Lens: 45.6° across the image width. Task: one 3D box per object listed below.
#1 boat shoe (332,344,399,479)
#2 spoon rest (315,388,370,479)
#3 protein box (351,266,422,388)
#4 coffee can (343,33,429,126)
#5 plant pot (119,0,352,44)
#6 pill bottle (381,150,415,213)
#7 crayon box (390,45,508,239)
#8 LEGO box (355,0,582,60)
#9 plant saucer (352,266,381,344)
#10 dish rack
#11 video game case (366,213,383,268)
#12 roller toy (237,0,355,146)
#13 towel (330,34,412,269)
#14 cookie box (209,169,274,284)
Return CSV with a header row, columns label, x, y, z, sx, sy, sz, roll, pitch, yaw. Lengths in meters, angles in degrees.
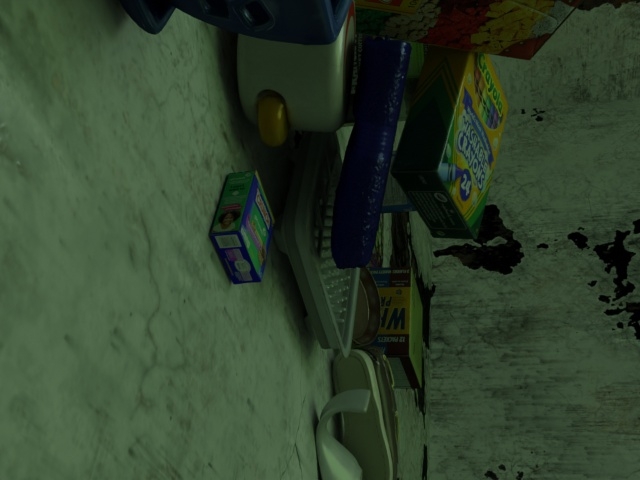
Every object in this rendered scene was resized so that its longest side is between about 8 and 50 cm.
label,x,y,z,sx,sy,sz,roll,pitch,yaw
boat shoe,0.097,0.359,1.423,0.097,0.117,0.324,-5,86,-53
spoon rest,0.032,0.373,1.306,0.137,0.084,0.276,-64,161,-62
protein box,0.138,0.189,1.623,0.201,0.136,0.199,65,26,-58
coffee can,0.144,-0.330,1.482,0.201,0.275,0.201,-4,90,-77
plant pot,-0.083,-0.323,0.651,0.236,0.212,0.236,70,28,-46
pill bottle,0.136,-0.116,1.510,0.124,0.222,0.124,-3,90,-76
crayon box,0.223,-0.190,1.234,0.203,0.083,0.323,48,52,-49
LEGO box,0.172,-0.555,1.148,0.193,0.373,0.500,125,-32,-63
plant saucer,0.064,0.120,1.473,0.168,0.029,0.168,29,54,-51
dish rack,0.000,0.000,1.240,0.332,0.072,0.285,73,18,-44
video game case,0.109,-0.045,1.760,0.232,0.042,0.210,53,37,-66
roller toy,-0.034,-0.239,1.002,0.191,0.146,0.209,-69,162,-68
towel,0.063,-0.130,1.064,0.227,0.076,0.308,-57,158,-75
cookie box,-0.092,-0.016,0.927,0.091,0.040,0.107,72,19,-44
